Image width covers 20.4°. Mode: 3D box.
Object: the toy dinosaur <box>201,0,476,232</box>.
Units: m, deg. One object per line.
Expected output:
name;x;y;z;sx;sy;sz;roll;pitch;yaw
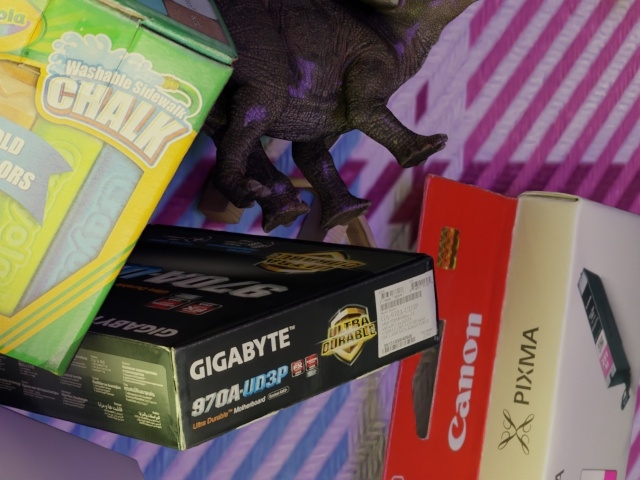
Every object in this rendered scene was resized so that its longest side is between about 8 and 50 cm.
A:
toy dinosaur;-0.030;-0.093;1.017;0.314;0.121;0.160;-14;70;-33

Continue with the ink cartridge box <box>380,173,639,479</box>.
ink cartridge box;0.141;0.102;1.224;0.239;0.060;0.275;11;87;-54

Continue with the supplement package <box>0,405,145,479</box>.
supplement package;-0.207;0.169;0.762;0.177;0.175;0.293;-46;135;15

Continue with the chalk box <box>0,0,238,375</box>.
chalk box;-0.127;-0.077;0.765;0.132;0.132;0.213;23;109;-23

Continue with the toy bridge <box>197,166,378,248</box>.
toy bridge;0.000;0.000;1.108;0.188;0.026;0.063;39;66;-42

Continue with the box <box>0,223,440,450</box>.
box;-0.078;0.040;0.893;0.175;0.220;0.051;-18;107;-43
